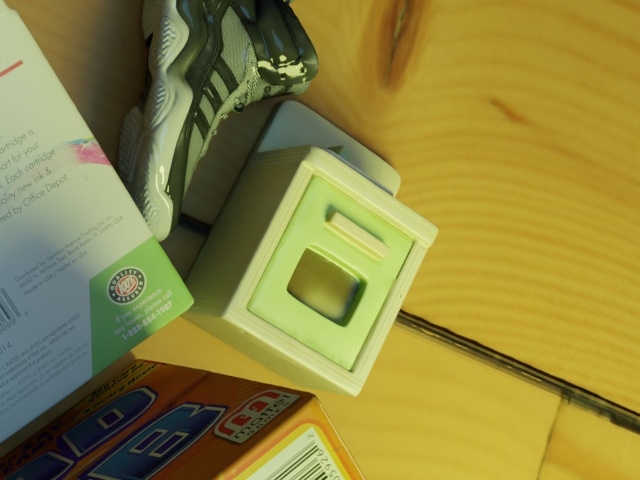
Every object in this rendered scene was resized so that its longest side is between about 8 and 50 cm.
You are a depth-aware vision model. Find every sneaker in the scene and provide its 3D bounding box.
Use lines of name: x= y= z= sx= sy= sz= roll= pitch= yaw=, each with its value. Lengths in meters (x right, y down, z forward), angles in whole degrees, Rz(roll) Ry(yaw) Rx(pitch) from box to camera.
sneaker: x=-0.085 y=-0.123 z=1.188 sx=0.153 sy=0.101 sz=0.269 roll=11 pitch=82 yaw=-24

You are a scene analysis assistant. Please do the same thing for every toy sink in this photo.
toy sink: x=0.000 y=0.000 z=1.216 sx=0.152 sy=0.131 sz=0.234 roll=34 pitch=74 yaw=-24

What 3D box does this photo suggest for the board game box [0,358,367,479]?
board game box: x=-0.128 y=0.344 z=1.019 sx=0.356 sy=0.356 sz=0.357 roll=-36 pitch=106 yaw=-23

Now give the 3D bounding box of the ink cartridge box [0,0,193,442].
ink cartridge box: x=-0.287 y=-0.041 z=1.074 sx=0.207 sy=0.119 sz=0.353 roll=-36 pitch=106 yaw=-23
